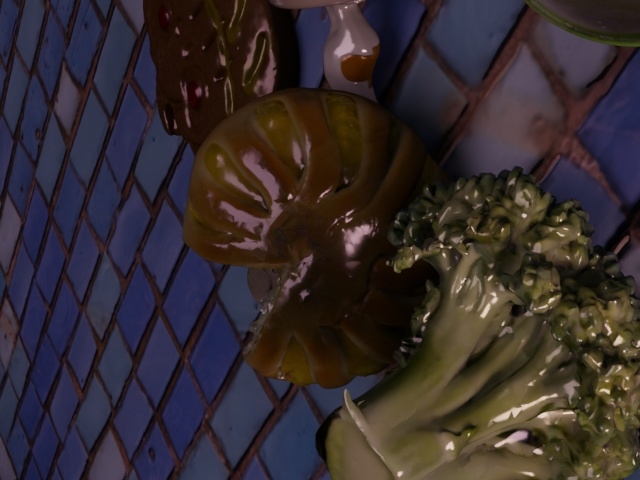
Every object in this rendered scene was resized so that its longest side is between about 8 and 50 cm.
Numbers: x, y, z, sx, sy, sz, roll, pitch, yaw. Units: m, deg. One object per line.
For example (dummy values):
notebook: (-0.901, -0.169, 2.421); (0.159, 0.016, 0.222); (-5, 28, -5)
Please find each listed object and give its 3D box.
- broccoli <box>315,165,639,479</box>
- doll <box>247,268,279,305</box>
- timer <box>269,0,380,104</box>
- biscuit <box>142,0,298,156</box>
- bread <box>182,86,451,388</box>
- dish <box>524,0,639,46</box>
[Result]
broccoli: (0.159, 0.144, 0.828); (0.277, 0.317, 0.338); (29, 156, 36)
doll: (-0.054, 0.004, 1.186); (0.175, 0.149, 0.278); (22, 128, 21)
timer: (0.029, -0.229, 1.049); (0.175, 0.175, 0.266); (21, 131, 49)
biscuit: (-0.169, -0.276, 1.331); (0.350, 0.070, 0.394); (-52, 56, 43)
bread: (0.000, 0.000, 0.994); (0.333, 0.160, 0.332); (2, 106, 8)
dish: (0.277, -0.317, 0.707); (0.324, 0.124, 0.324); (19, 116, 45)
